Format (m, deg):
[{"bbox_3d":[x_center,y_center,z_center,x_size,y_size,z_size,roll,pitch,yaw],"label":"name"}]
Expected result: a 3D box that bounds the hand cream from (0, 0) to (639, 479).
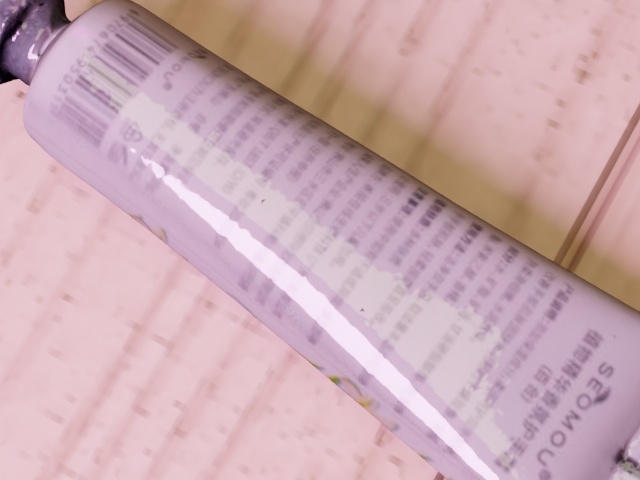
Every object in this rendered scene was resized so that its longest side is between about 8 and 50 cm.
[{"bbox_3d":[0.000,0.000,0.375,0.194,0.042,0.067,36,72,10],"label":"hand cream"}]
